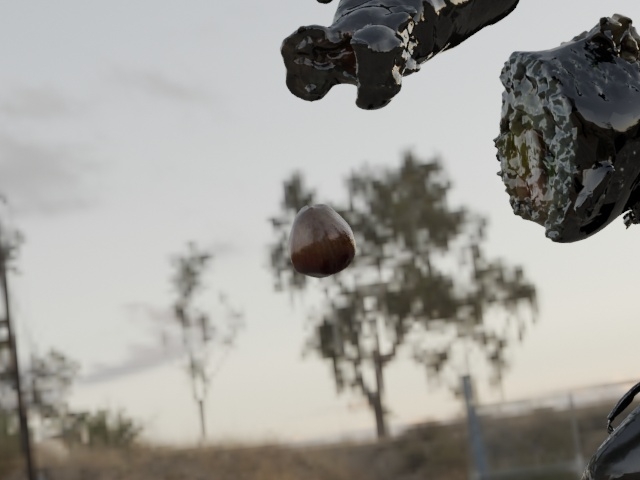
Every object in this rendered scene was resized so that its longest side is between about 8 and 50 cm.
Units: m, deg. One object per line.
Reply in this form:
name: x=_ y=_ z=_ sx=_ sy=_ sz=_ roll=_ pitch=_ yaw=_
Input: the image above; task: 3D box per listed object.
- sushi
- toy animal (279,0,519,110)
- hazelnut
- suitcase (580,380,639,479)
sushi: x=0.323 y=-0.117 z=1.871 sx=0.218 sy=0.225 sz=0.238 roll=-7 pitch=-33 yaw=-28
toy animal: x=0.066 y=-0.199 z=1.492 sx=0.168 sy=0.106 sz=0.343 roll=-1 pitch=27 yaw=33
hazelnut: x=0.000 y=0.000 z=1.818 sx=0.086 sy=0.086 sz=0.086 roll=-6 pitch=-12 yaw=-1
suitcase: x=0.507 y=0.322 z=1.875 sx=0.283 sy=0.434 sz=0.194 roll=-44 pitch=-16 yaw=-8
